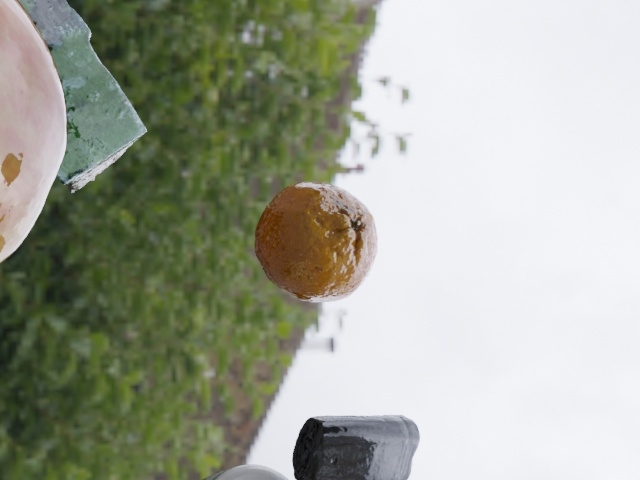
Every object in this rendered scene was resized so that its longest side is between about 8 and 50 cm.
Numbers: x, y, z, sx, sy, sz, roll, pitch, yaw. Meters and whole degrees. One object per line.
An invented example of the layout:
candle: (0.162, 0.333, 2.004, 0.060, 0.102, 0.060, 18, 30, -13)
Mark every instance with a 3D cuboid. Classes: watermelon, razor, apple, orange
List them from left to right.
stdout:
apple: (-0.456, -0.132, 1.607, 0.391, 0.346, 0.391, -23, -139, 22)
watermelon: (-0.346, -0.207, 1.984, 0.264, 0.151, 0.302, 55, -4, 0)
orange: (0.000, -0.002, 1.628, 0.117, 0.135, 0.135, -42, -128, 30)
razor: (0.041, 0.238, 1.707, 0.054, 0.148, 0.090, 28, -72, 53)

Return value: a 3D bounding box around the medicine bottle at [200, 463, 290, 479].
medicine bottle: (-0.116, 0.364, 1.955, 0.237, 0.139, 0.139, 145, -60, -68)
